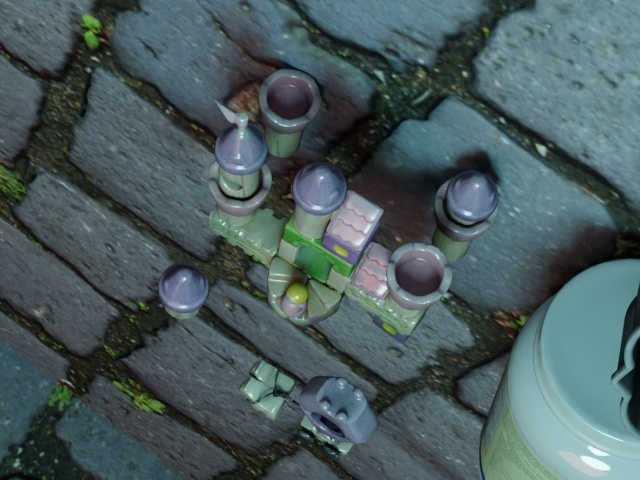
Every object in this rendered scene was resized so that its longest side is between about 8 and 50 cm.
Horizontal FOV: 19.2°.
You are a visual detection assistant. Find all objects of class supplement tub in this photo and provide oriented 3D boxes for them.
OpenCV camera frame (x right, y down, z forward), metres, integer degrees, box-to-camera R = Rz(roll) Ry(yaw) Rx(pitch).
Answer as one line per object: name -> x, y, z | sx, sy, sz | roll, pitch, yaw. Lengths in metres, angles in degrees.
supplement tub -> 0.296, 0.179, 1.939 | 0.235, 0.235, 0.325 | 30, 154, 11

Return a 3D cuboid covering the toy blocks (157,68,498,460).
toy blocks -> 0.000, 0.000, 1.899 | 0.288, 0.309, 0.260 | 32, 160, 6

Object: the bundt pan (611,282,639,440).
bundt pan -> 0.419, 0.079, 1.653 | 0.331, 0.124, 0.331 | 3, 138, 3
